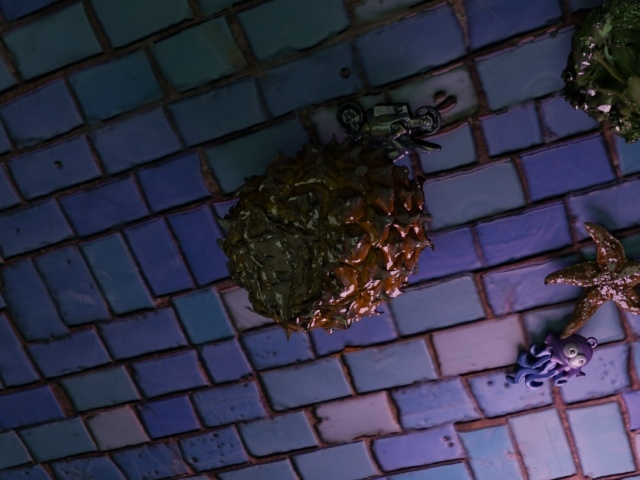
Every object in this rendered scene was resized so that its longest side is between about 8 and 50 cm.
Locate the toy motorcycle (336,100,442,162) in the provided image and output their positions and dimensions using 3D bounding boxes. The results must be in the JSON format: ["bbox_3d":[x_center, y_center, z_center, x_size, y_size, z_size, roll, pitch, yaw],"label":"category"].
[{"bbox_3d":[0.121,-0.185,1.377,0.193,0.061,0.124,6,109,14],"label":"toy motorcycle"}]

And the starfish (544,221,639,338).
[{"bbox_3d":[0.535,0.071,1.422,0.236,0.062,0.277,44,116,-10],"label":"starfish"}]

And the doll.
[{"bbox_3d":[0.454,0.240,1.514,0.206,0.067,0.110,-38,94,33],"label":"doll"}]

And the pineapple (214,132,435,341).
[{"bbox_3d":[-0.001,-0.003,1.319,0.352,0.300,0.352,14,115,31],"label":"pineapple"}]

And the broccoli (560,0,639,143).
[{"bbox_3d":[0.485,-0.264,1.218,0.198,0.176,0.226,2,100,14],"label":"broccoli"}]
